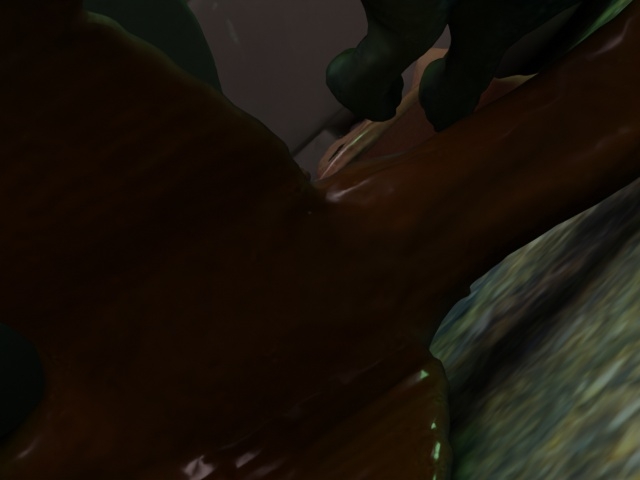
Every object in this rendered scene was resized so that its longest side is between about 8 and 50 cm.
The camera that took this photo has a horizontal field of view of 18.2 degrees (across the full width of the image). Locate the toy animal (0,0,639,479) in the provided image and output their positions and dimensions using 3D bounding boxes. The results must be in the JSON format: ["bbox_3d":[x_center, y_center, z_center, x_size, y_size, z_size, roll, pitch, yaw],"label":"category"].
[{"bbox_3d":[0.015,-0.013,0.546,0.284,0.225,0.302,-28,-10,-17],"label":"toy animal"}]

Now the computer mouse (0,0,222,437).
[{"bbox_3d":[-0.119,0.006,0.598,0.231,0.079,0.128,-52,-28,-17],"label":"computer mouse"}]

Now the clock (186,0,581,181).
[{"bbox_3d":[0.054,-0.169,1.034,0.342,0.184,0.326,-33,8,39],"label":"clock"}]

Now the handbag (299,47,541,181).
[{"bbox_3d":[0.000,0.000,0.810,0.212,0.059,0.157,-40,9,43],"label":"handbag"}]

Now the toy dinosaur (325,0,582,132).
[{"bbox_3d":[0.030,-0.101,0.557,0.363,0.076,0.147,-2,-31,-24],"label":"toy dinosaur"}]
